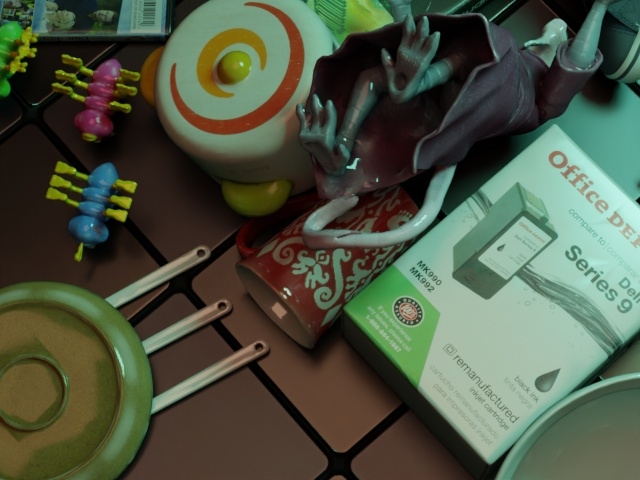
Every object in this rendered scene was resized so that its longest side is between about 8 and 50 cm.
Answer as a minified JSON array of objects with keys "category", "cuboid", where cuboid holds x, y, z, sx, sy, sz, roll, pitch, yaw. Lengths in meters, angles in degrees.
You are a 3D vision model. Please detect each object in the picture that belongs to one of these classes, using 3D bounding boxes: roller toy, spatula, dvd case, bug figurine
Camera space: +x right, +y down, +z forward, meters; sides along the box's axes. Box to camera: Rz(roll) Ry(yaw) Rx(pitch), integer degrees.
[{"category":"roller toy","cuboid":[-0.064,-0.151,1.627,0.191,0.146,0.209,-39,62,4]},{"category":"spatula","cuboid":[-0.189,0.110,1.638,0.242,0.019,0.168,-30,71,-7]},{"category":"dvd case","cuboid":[-0.283,-0.303,1.769,0.253,0.022,0.180,0,72,2]},{"category":"bug figurine","cuboid":[-0.301,-0.110,1.670,0.279,0.072,0.216,19,82,9]}]

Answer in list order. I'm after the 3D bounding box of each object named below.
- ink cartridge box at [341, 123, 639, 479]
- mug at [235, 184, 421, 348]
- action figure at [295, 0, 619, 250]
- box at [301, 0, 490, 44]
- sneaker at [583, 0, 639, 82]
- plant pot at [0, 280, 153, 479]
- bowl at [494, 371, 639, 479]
[{"category":"ink cartridge box","cuboid":[0.194,0.059,1.587,0.289,0.121,0.211,-41,76,-10]},{"category":"mug","cuboid":[0.002,-0.002,1.621,0.169,0.113,0.150,-42,78,-13]},{"category":"action figure","cuboid":[0.163,-0.137,1.566,0.248,0.370,0.275,5,98,35]},{"category":"box","cuboid":[0.101,-0.340,1.747,0.322,0.058,0.232,-37,75,-9]},{"category":"sneaker","cuboid":[0.297,-0.328,1.662,0.128,0.126,0.321,7,95,-13]},{"category":"plant pot","cuboid":[-0.286,0.153,1.606,0.236,0.032,0.236,-1,77,4]},{"category":"bowl","cuboid":[0.284,0.250,1.494,0.298,0.134,0.297,-1,99,-6]}]
